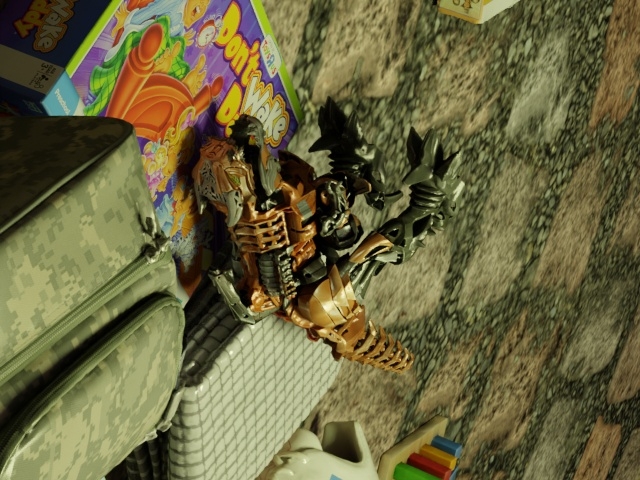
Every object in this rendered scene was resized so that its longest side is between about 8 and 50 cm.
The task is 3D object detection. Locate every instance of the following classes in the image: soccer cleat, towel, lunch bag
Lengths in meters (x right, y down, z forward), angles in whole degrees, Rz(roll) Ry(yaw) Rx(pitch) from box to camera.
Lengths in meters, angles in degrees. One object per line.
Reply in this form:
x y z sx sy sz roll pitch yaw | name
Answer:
-0.051 0.281 2.102 0.331 0.116 0.143 -21 105 -56 | soccer cleat
-0.089 0.110 1.839 0.284 0.121 0.235 -51 153 -37 | towel
-0.229 0.081 1.322 0.305 0.212 0.256 -43 129 -51 | lunch bag

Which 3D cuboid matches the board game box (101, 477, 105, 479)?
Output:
-0.250 0.263 1.594 0.144 0.142 0.275 -53 152 -30 | board game box

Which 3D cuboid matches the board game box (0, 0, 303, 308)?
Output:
-0.136 -0.116 1.589 0.233 0.078 0.347 -59 155 -20 | board game box

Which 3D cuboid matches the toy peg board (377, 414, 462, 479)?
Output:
0.132 0.329 2.534 0.160 0.079 0.161 -26 133 -56 | toy peg board

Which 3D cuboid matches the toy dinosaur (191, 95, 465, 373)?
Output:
0.000 0.000 1.710 0.218 0.164 0.322 -51 155 -19 | toy dinosaur

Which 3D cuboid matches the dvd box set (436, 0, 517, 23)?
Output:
0.243 -0.468 2.109 0.307 0.062 0.420 -35 140 -51 | dvd box set
